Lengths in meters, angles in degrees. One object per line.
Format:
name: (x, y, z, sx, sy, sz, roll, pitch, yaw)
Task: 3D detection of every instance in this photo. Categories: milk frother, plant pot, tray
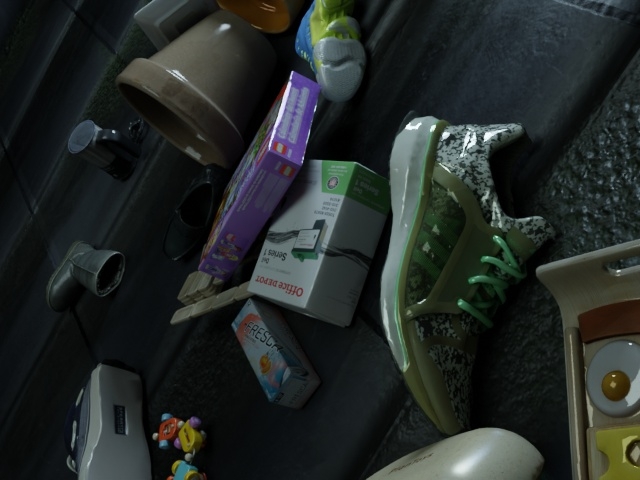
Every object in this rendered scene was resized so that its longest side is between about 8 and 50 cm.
milk frother: (-0.475, -0.236, 1.880, 0.129, 0.135, 0.143, -26, 53, 23)
plant pot: (-0.203, -0.291, 1.518, 0.229, 0.263, 0.263, -53, 36, -10)
tray: (-0.241, -0.393, 1.582, 0.145, 0.270, 0.030, -39, 71, -1)
plant pot: (-0.095, -0.524, 1.542, 0.205, 0.205, 0.188, 10, 64, 52)

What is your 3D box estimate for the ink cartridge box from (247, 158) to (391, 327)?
ink cartridge box: (0.000, 0.000, 1.217, 0.160, 0.092, 0.219, 10, 78, 53)

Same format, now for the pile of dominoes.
pile of dominoes: (-0.144, 0.051, 1.405, 0.251, 0.040, 0.196, -22, 36, 42)

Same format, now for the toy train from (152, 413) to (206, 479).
toy train: (-0.225, 0.354, 1.350, 0.125, 0.046, 0.166, -36, 43, 35)

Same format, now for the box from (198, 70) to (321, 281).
box: (-0.098, -0.097, 1.309, 0.293, 0.057, 0.201, -54, 18, 42)

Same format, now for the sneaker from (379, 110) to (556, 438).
sneaker: (0.179, 0.023, 0.967, 0.182, 0.158, 0.410, -9, 69, 29)

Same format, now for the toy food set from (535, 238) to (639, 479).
toy food set: (0.305, 0.147, 0.771, 0.219, 0.092, 0.306, -20, 56, 43)

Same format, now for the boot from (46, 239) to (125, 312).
boot: (-0.514, 0.093, 1.824, 0.208, 0.076, 0.190, 20, 90, 46)

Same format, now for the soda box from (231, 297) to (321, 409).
soda box: (-0.069, 0.166, 1.240, 0.058, 0.063, 0.183, -55, 39, 15)

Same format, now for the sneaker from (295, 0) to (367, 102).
sneaker: (0.013, -0.314, 1.393, 0.126, 0.091, 0.240, 137, 140, -56)

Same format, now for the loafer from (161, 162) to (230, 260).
loafer: (-0.238, -0.044, 1.516, 0.223, 0.076, 0.078, -55, 5, 31)

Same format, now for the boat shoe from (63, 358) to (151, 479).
boat shoe: (-0.390, 0.391, 1.481, 0.158, 0.127, 0.340, -48, 33, 32)

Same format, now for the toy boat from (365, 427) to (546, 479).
toy boat: (0.083, 0.323, 0.822, 0.148, 0.318, 0.267, 57, 138, 5)
